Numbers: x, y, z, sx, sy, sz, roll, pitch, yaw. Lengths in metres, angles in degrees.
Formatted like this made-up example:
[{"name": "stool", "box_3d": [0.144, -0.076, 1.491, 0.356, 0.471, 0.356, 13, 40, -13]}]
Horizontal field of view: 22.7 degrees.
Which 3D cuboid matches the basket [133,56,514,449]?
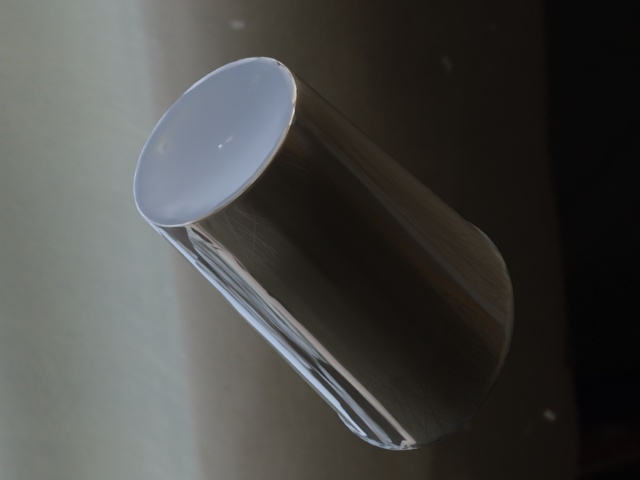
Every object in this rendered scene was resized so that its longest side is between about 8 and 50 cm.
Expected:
[{"name": "basket", "box_3d": [0.000, 0.000, 1.029, 0.154, 0.204, 0.227, -34, -49, 17]}]
